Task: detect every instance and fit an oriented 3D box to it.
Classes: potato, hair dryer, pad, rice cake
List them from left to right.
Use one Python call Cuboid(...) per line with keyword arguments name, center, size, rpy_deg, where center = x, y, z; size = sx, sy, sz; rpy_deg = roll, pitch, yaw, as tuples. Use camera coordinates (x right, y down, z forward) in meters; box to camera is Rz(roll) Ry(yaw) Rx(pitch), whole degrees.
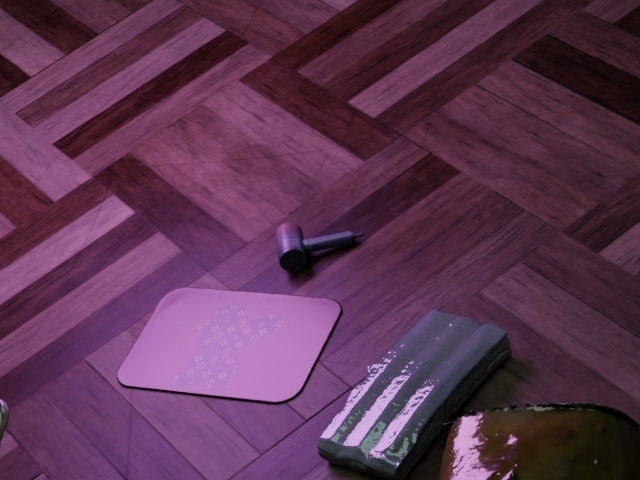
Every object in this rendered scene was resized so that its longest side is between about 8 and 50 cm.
Cuboid(name="pad", center=(-0.115, 0.127, 2.181), size=(0.267, 0.004, 0.181), rpy_deg=(3, 44, 28))
Cuboid(name="hair dryer", center=(0.000, 0.000, 2.257), size=(0.114, 0.037, 0.063), rpy_deg=(-11, 38, 2))
Cuboid(name="rice cake", center=(0.105, 0.174, 1.991), size=(0.127, 0.043, 0.237), rpy_deg=(15, 50, 39))
Cuboid(name="potato", center=(0.193, 0.303, 1.664), size=(0.229, 0.229, 0.266), rpy_deg=(-1, 46, 25))

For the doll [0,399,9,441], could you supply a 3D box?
Cuboid(name="doll", center=(-0.461, 0.352, 1.944), size=(0.423, 0.161, 0.348), rpy_deg=(-28, 49, 22))
